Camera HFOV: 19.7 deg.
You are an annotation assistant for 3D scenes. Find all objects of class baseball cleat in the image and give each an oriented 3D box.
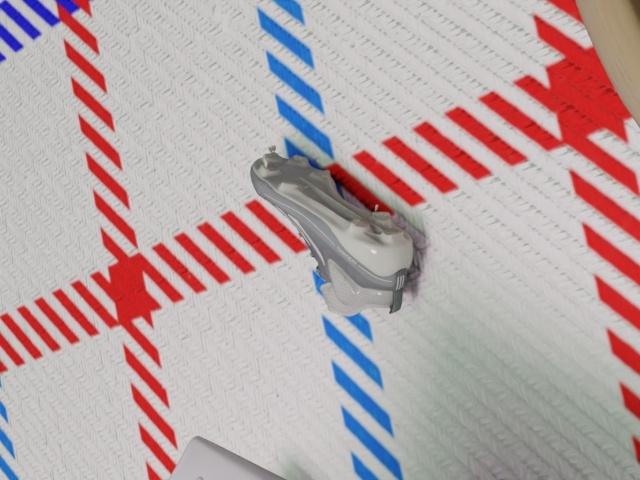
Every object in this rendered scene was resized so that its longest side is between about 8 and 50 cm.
[{"bbox_3d":[0.000,0.000,1.599,0.206,0.072,0.109,37,128,47],"label":"baseball cleat"}]

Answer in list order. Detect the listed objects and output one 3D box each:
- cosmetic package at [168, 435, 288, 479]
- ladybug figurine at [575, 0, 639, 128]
[{"bbox_3d":[0.043,0.397,1.300,0.394,0.327,0.329,26,83,47],"label":"cosmetic package"},{"bbox_3d":[0.300,-0.193,1.131,0.305,0.162,0.449,-36,66,48],"label":"ladybug figurine"}]
